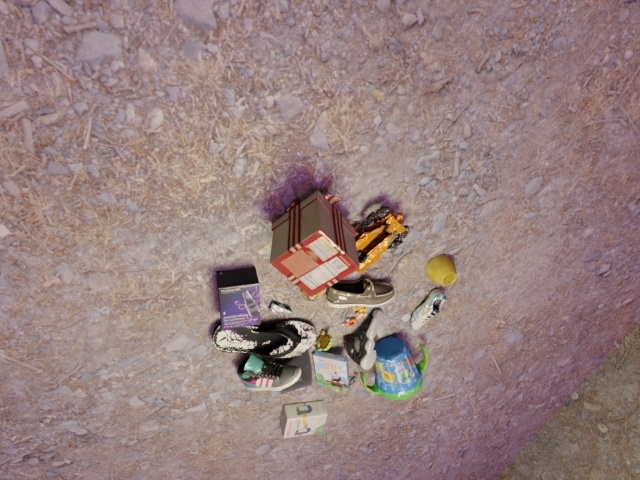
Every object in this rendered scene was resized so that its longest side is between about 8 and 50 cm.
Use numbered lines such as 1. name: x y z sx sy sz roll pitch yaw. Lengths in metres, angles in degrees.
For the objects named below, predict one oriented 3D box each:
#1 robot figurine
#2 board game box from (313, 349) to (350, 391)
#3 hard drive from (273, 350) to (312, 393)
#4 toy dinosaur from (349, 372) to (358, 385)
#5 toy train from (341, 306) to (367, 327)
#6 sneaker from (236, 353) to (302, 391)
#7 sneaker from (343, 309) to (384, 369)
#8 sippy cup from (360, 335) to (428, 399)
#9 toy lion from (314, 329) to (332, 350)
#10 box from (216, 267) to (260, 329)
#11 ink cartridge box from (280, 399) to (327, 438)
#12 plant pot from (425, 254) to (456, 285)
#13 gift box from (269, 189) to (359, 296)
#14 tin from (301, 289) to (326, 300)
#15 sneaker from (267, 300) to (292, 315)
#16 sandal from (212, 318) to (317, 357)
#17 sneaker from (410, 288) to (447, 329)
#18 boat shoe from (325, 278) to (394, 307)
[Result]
1. robot figurine: 0.205 -0.011 1.598 0.291 0.085 0.211 -43 124 11
2. board game box: 0.054 0.612 1.911 0.160 0.039 0.212 6 124 19
3. hard drive: -0.128 0.587 1.873 0.171 0.054 0.255 -12 123 -12
4. toy dinosaur: 0.160 0.704 2.065 0.082 0.047 0.090 -40 158 -3
5. toy train: 0.149 0.327 1.810 0.125 0.046 0.167 -20 125 -7
6. sneaker: -0.239 0.545 1.737 0.295 0.124 0.179 -17 125 23
7. sneaker: 0.191 0.437 1.860 0.101 0.153 0.269 29 73 -47
8. sippy cup: 0.352 0.594 1.951 0.305 0.239 0.224 -41 122 -39
9. toy lion: 0.012 0.453 1.812 0.034 0.096 0.100 31 108 -31
10. box: -0.312 0.221 1.553 0.153 0.108 0.207 -6 123 -14
11. ink cartridge box: -0.087 0.903 2.060 0.212 0.093 0.155 2 120 -18
12. plant pot: 0.546 0.143 1.800 0.134 0.095 0.134 -9 122 -14
13. gift box: 0.000 0.000 1.426 0.276 0.258 0.255 -30 125 19
14. tin: -0.018 0.162 1.659 0.106 0.040 0.190 8 118 -18
15. sneaker: -0.173 0.295 1.691 0.098 0.038 0.069 29 110 -21
16. sandal: -0.217 0.421 1.685 0.445 0.107 0.168 4 100 -21
17. sneaker: 0.504 0.336 1.912 0.085 0.086 0.237 17 115 -28
18. boat shoe: 0.174 0.214 1.711 0.304 0.109 0.091 -4 127 -12
